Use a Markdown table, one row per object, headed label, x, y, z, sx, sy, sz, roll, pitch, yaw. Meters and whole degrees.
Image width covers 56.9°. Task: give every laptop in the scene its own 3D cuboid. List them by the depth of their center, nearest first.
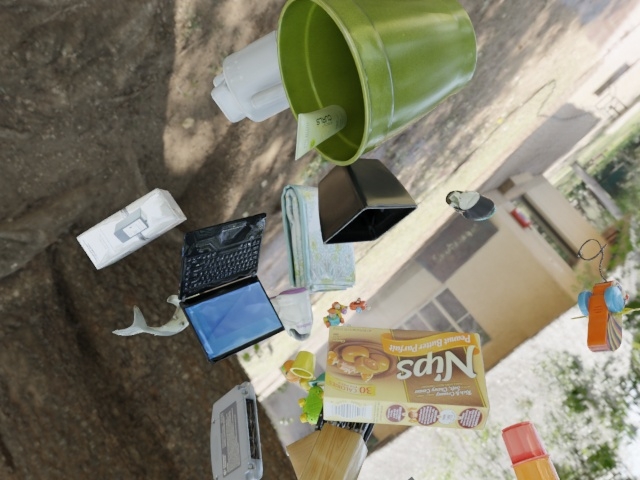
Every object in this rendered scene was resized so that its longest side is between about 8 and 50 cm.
| label | x | y | z | sx | sy | sz | roll | pitch | yaw |
| --- | --- | --- | --- | --- | --- | --- | --- | --- | --- |
| laptop | -0.184 | 0.100 | 1.324 | 0.234 | 0.137 | 0.264 | -19 | 129 | -47 |

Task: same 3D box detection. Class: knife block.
| label | x | y | z | sx | sy | sz | roll | pitch | yaw |
| --- | --- | --- | --- | --- | --- | --- | --- | --- | --- |
| knife block | 0.059 | 0.486 | 1.334 | 0.242 | 0.275 | 0.088 | -25 | 133 | -5 |

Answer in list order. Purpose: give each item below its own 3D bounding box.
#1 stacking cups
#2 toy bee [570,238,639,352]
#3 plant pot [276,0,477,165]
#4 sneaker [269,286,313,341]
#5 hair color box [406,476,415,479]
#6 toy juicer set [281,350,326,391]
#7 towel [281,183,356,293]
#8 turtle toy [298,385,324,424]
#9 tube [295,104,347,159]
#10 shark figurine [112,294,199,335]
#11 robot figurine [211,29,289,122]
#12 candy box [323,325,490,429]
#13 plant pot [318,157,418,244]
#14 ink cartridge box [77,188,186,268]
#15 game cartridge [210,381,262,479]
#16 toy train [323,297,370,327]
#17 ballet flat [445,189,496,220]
| label | x | y | z | sx | sy | sz | roll | pitch | yaw |
| --- | --- | --- | --- | --- | --- | --- | --- | --- | --- |
| stacking cups | 0.403 | 0.475 | 1.016 | 0.096 | 0.316 | 0.096 | -9 | 149 | -6 |
| toy bee | 0.792 | 0.168 | 1.600 | 0.195 | 0.162 | 0.298 | 12 | -100 | 57 |
| plant pot | 0.143 | -0.401 | 1.325 | 0.353 | 0.366 | 0.366 | -24 | 164 | -21 |
| sneaker | -0.094 | 0.227 | 1.733 | 0.114 | 0.152 | 0.305 | -13 | 172 | -15 |
| hair color box | 0.329 | 0.825 | 1.567 | 0.114 | 0.185 | 0.374 | -35 | -157 | -9 |
| toy juicer set | 0.026 | 0.445 | 1.764 | 0.209 | 0.329 | 0.089 | -36 | -149 | 53 |
| towel | 0.000 | 0.000 | 2.066 | 0.090 | 0.374 | 0.321 | -8 | 173 | 35 |
| turtle toy | -0.010 | 0.472 | 1.695 | 0.095 | 0.130 | 0.066 | -20 | 134 | 9 |
| tube | -0.005 | -0.241 | 1.259 | 0.062 | 0.070 | 0.240 | -30 | -173 | 28 |
| shark figurine | -0.415 | 0.224 | 1.622 | 0.116 | 0.166 | 0.278 | -38 | 180 | 35 |
| robot figurine | -0.127 | -0.462 | 1.634 | 0.354 | 0.299 | 0.199 | -24 | 133 | 15 |
| candy box | 0.168 | 0.274 | 1.198 | 0.182 | 0.317 | 0.087 | -83 | 175 | -48 |
| plant pot | 0.098 | -0.108 | 1.509 | 0.188 | 0.166 | 0.187 | -5 | 155 | -39 |
| ink cartridge box | -0.559 | -0.039 | 1.779 | 0.273 | 0.114 | 0.198 | -32 | -174 | -3 |
| game cartridge | -0.259 | 0.600 | 1.771 | 0.062 | 0.297 | 0.198 | 18 | 133 | -32 |
| toy train | 0.076 | 0.218 | 1.834 | 0.125 | 0.046 | 0.166 | -1 | -159 | 26 |
| ballet flat | 0.370 | -0.096 | 1.496 | 0.074 | 0.074 | 0.203 | -39 | -166 | -1 |
